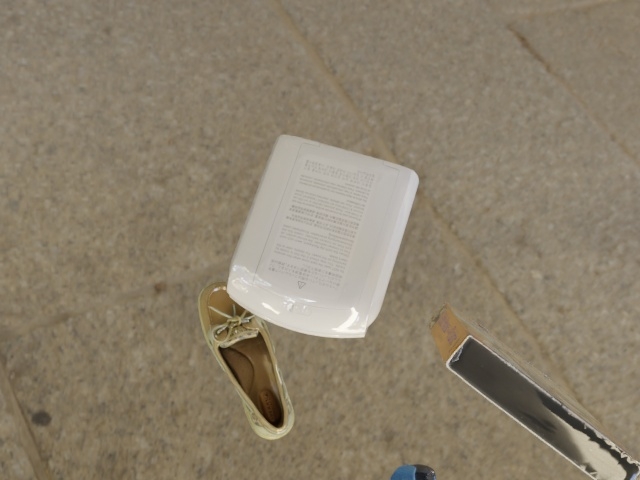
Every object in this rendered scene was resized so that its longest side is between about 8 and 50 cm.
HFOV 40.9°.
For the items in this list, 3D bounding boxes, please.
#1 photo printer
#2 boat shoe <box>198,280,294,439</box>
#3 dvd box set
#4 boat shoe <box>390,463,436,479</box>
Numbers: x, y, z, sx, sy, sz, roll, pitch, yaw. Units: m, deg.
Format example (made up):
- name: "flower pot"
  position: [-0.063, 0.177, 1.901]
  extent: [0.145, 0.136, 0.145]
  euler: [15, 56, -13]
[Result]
- name: "photo printer"
  position: [0.000, 0.000, 1.400]
  extent: [0.256, 0.107, 0.307]
  euler: [15, 71, 7]
- name: "boat shoe"
  position: [-0.118, 0.189, 1.422]
  extent: [0.104, 0.089, 0.285]
  euler: [-26, 77, -13]
- name: "dvd box set"
  position: [0.318, 0.231, 1.365]
  extent: [0.307, 0.420, 0.062]
  euler: [37, 94, 2]
- name: "boat shoe"
  position: [0.167, 0.511, 1.452]
  extent: [0.089, 0.258, 0.109]
  euler: [4, 7, -43]
